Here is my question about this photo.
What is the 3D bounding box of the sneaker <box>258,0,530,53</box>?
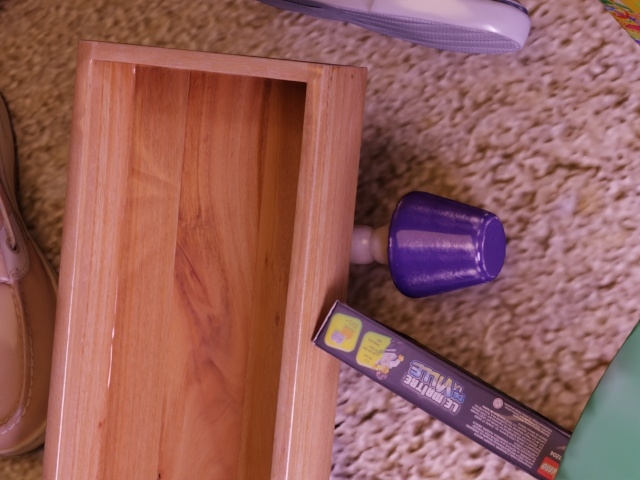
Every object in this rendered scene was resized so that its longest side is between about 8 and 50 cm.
[{"bbox_3d":[0.044,-0.205,1.478,0.258,0.094,0.091,18,88,29],"label":"sneaker"}]

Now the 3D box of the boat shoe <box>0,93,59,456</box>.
[{"bbox_3d":[-0.290,0.008,1.575,0.122,0.110,0.341,-28,65,17],"label":"boat shoe"}]

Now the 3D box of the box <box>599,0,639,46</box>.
[{"bbox_3d":[0.341,-0.157,1.205,0.279,0.290,0.177,25,88,30],"label":"box"}]

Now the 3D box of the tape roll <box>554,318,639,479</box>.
[{"bbox_3d":[0.268,0.086,1.156,0.077,0.321,0.321,40,95,30],"label":"tape roll"}]

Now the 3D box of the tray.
[{"bbox_3d":[-0.087,0.072,1.421,0.203,0.076,0.410,8,95,28],"label":"tray"}]

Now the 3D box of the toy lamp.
[{"bbox_3d":[0.000,0.000,1.453,0.275,0.080,0.080,2,77,26],"label":"toy lamp"}]

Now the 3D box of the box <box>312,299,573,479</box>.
[{"bbox_3d":[0.104,0.112,1.350,0.207,0.114,0.036,30,90,29],"label":"box"}]
